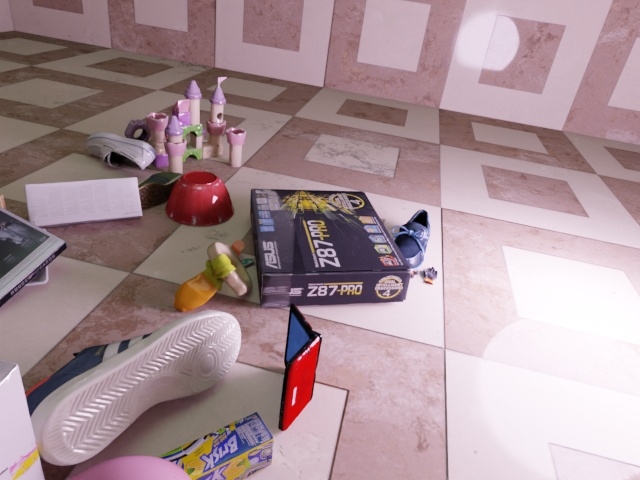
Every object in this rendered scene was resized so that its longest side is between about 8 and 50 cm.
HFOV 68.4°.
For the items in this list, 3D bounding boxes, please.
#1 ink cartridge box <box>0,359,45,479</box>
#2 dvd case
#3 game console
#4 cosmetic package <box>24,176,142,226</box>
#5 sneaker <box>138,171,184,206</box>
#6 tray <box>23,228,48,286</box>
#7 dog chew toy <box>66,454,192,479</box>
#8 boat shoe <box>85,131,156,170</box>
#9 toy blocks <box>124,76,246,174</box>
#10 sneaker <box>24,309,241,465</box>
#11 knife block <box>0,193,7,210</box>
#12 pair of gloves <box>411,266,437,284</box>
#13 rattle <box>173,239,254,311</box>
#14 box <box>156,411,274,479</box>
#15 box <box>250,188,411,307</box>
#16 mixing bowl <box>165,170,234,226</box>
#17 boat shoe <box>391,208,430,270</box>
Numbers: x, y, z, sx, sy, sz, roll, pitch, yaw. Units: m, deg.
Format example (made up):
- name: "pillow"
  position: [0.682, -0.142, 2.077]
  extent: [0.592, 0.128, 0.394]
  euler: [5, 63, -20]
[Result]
- name: "ink cartridge box"
  position: [-0.412, 0.248, 0.468]
  extent: [0.171, 0.233, 0.168]
  euler: [10, 28, 3]
- name: "dvd case"
  position: [-0.653, 0.012, 0.904]
  extent: [0.238, 0.030, 0.179]
  euler: [27, 48, 3]
- name: "game console"
  position: [-0.051, 0.195, 0.734]
  extent: [0.085, 0.144, 0.124]
  euler: [22, 33, 23]
- name: "cosmetic package"
  position: [-0.559, -0.089, 1.123]
  extent: [0.238, 0.099, 0.060]
  euler: [-8, -4, -26]
- name: "sneaker"
  position: [-0.453, -0.145, 1.295]
  extent: [0.086, 0.064, 0.192]
  euler: [17, 31, 31]
- name: "tray"
  position: [-0.677, 0.051, 0.904]
  extent: [0.270, 0.030, 0.145]
  euler: [-7, 52, -24]
- name: "dog chew toy"
  position: [-0.241, 0.346, 0.395]
  extent: [0.331, 0.207, 0.206]
  euler: [-30, 47, -35]
- name: "boat shoe"
  position: [-0.619, -0.263, 1.417]
  extent: [0.258, 0.095, 0.084]
  euler: [9, 56, 25]
- name: "toy blocks"
  position: [-0.432, -0.385, 1.502]
  extent: [0.288, 0.260, 0.309]
  euler: [-22, 42, -40]
- name: "sneaker"
  position: [-0.279, 0.190, 0.717]
  extent: [0.148, 0.131, 0.350]
  euler: [1, 11, 36]
- name: "knife block"
  position: [-0.862, -0.051, 0.998]
  extent: [0.242, 0.088, 0.275]
  euler: [24, 34, 22]
- name: "pair of gloves"
  position: [0.242, 0.076, 1.142]
  extent: [0.083, 0.010, 0.074]
  euler: [16, 31, 11]
- name: "rattle"
  position: [-0.220, 0.075, 1.008]
  extent: [0.130, 0.143, 0.200]
  euler: [34, 7, -19]
- name: "box"
  position: [-0.148, 0.297, 0.622]
  extent: [0.168, 0.059, 0.054]
  euler: [-14, 36, -33]
- name: "box"
  position: [0.000, 0.000, 1.125]
  extent: [0.318, 0.097, 0.395]
  euler: [-1, 32, -11]
- name: "mixing bowl"
  position: [-0.319, -0.123, 1.250]
  extent: [0.181, 0.098, 0.181]
  euler: [6, 29, -4]
- name: "boat shoe"
  position: [0.223, -0.010, 1.195]
  extent: [0.108, 0.089, 0.258]
  euler: [10, 27, 11]
